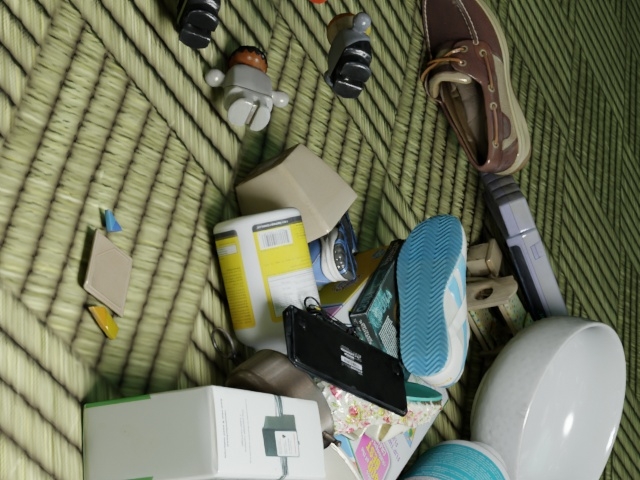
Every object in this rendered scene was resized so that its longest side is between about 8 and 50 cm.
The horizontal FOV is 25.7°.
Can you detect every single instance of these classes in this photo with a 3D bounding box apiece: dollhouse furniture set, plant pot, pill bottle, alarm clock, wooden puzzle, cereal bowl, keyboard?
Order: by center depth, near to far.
[{"bbox_3d":[-0.213,0.034,1.402,0.078,0.014,0.116,56,34,-44],"label":"wooden puzzle"},{"bbox_3d":[-0.061,0.172,1.530,0.064,0.129,0.192,-31,75,-31],"label":"alarm clock"},{"bbox_3d":[0.021,0.131,1.559,0.192,0.038,0.100,31,43,-39],"label":"keyboard"},{"bbox_3d":[-0.055,0.060,1.596,0.103,0.103,0.184,-12,90,-63],"label":"pill bottle"},{"bbox_3d":[-0.038,-0.051,1.684,0.096,0.109,0.109,57,31,-13],"label":"plant pot"},{"bbox_3d":[0.167,0.354,1.853,0.264,0.146,0.146,-30,106,-61],"label":"pill bottle"},{"bbox_3d":[0.330,0.267,2.150,0.339,0.141,0.339,-26,124,-46],"label":"cereal bowl"},{"bbox_3d":[0.310,0.113,2.279,0.182,0.101,0.161,59,32,-32],"label":"dollhouse furniture set"}]

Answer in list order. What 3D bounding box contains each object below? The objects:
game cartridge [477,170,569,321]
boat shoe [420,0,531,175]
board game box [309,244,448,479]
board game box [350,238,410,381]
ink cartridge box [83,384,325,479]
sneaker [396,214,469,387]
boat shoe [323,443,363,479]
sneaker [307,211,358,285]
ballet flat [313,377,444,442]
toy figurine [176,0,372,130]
[{"bbox_3d":[0.351,0.052,2.344,0.230,0.068,0.355,-90,158,-67],"label":"game cartridge"},{"bbox_3d":[0.229,-0.265,2.257,0.123,0.123,0.342,-7,77,-48],"label":"boat shoe"},{"bbox_3d":[0.057,0.173,1.808,0.316,0.064,0.242,-42,116,-60],"label":"board game box"},{"bbox_3d":[0.098,0.097,1.815,0.126,0.026,0.186,66,29,-22],"label":"board game box"},{"bbox_3d":[-0.110,0.200,1.379,0.208,0.153,0.087,21,61,-60],"label":"ink cartridge box"},{"bbox_3d":[0.150,0.077,1.813,0.092,0.087,0.228,45,48,-58],"label":"sneaker"},{"bbox_3d":[0.021,0.383,1.647,0.112,0.095,0.335,-27,101,-26],"label":"boat shoe"},{"bbox_3d":[0.000,0.000,1.765,0.211,0.081,0.080,-73,143,-73],"label":"sneaker"},{"bbox_3d":[0.059,0.199,1.659,0.241,0.091,0.077,15,97,-52],"label":"ballet flat"},{"bbox_3d":[-0.052,-0.253,1.625,0.148,0.213,0.209,-96,161,-50],"label":"toy figurine"}]
